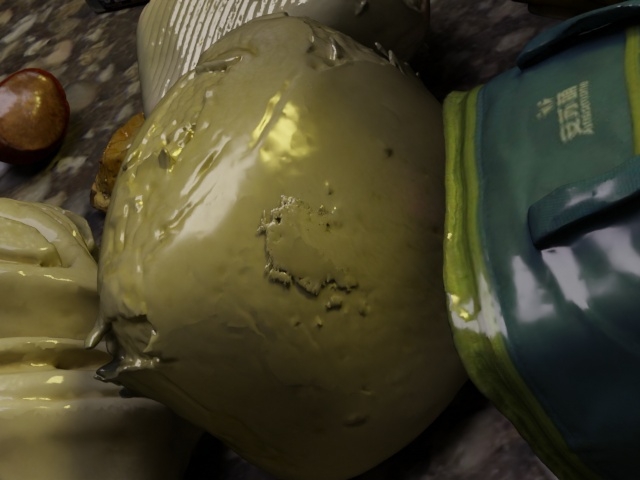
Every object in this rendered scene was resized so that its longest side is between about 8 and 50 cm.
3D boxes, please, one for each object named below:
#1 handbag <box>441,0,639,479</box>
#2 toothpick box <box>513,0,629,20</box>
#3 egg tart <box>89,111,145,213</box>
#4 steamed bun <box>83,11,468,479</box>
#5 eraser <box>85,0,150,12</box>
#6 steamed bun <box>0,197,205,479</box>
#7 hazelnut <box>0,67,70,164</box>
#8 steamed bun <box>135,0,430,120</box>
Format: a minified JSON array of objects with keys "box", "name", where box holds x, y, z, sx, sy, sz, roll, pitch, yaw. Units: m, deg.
[{"box":[0.205,-0.013,0.915,0.241,0.222,0.263,-26,37,21],"name":"handbag"},{"box":[0.196,-0.320,1.045,0.409,0.425,0.409,-43,27,28],"name":"toothpick box"},{"box":[-0.135,-0.071,1.421,0.129,0.049,0.128,-23,34,17],"name":"egg tart"},{"box":[0.000,0.000,1.061,0.166,0.232,0.273,-9,43,42],"name":"steamed bun"},{"box":[-0.177,-0.232,1.670,0.099,0.027,0.019,-7,41,36],"name":"eraser"},{"box":[-0.220,0.096,1.152,0.276,0.203,0.289,-21,37,19],"name":"steamed bun"},{"box":[-0.253,-0.102,1.540,0.086,0.086,0.086,-22,36,17],"name":"hazelnut"},{"box":[-0.017,-0.147,1.337,0.239,0.153,0.170,-37,38,25],"name":"steamed bun"}]
